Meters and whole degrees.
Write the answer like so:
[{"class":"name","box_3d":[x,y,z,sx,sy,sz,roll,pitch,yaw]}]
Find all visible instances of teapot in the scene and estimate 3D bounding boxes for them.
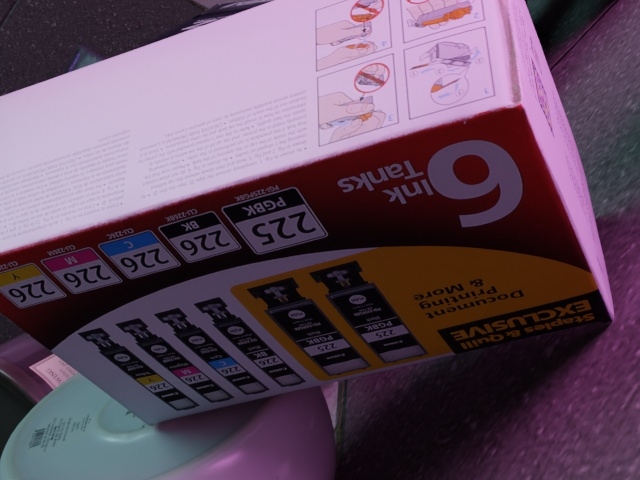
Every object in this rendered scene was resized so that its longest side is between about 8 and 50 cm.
[{"class":"teapot","box_3d":[-0.092,0.194,0.760,0.252,0.187,0.256,5,31,45]}]

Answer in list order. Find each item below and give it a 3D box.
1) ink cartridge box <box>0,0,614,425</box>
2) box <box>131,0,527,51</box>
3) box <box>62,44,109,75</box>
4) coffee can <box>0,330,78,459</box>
[{"class":"ink cartridge box","box_3d":[0.000,0.000,0.634,0.309,0.272,0.130,-15,52,19]},{"class":"box","box_3d":[0.013,-0.208,1.163,0.395,0.097,0.318,-3,21,20]},{"class":"box","box_3d":[-0.122,-0.041,0.918,0.270,0.165,0.143,33,93,44]},{"class":"coffee can","box_3d":[-0.181,0.144,0.996,0.275,0.201,0.201,-30,-9,-46]}]
